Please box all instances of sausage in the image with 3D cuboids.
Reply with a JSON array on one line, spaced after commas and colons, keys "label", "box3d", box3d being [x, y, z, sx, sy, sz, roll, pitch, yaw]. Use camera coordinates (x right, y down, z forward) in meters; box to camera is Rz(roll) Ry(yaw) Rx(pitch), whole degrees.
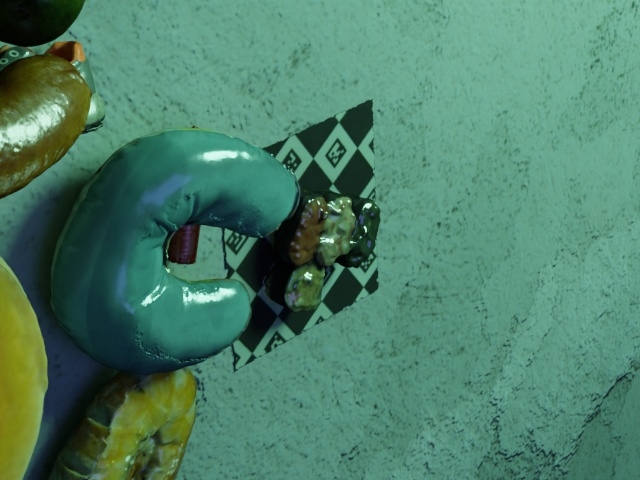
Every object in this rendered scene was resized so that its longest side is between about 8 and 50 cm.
[{"label": "sausage", "box3d": [-0.123, -0.044, 1.319, 0.034, 0.034, 0.129, -9, 115, -46]}, {"label": "sausage", "box3d": [-0.268, -0.061, 0.976, 0.302, 0.103, 0.076, -21, 156, -47]}]

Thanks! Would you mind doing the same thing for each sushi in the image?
[{"label": "sushi", "box3d": [0.000, 0.000, 1.468, 0.219, 0.047, 0.231, -28, 127, -38]}]

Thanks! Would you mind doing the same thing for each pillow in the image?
[{"label": "pillow", "box3d": [-0.129, 0.013, 1.271, 0.214, 0.086, 0.233, 13, 102, -35]}]

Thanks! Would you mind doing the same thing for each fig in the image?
[{"label": "fig", "box3d": [-0.214, -0.235, 1.077, 0.117, 0.117, 0.178, 32, 67, -51]}]

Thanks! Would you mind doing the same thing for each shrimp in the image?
[{"label": "shrimp", "box3d": [-0.202, 0.253, 1.351, 0.164, 0.062, 0.317, 37, 76, -53]}]

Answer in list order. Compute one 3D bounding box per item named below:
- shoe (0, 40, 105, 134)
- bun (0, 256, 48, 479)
[{"label": "shoe", "box3d": [-0.253, -0.112, 1.119, 0.194, 0.074, 0.077, -16, 107, -46]}, {"label": "bun", "box3d": [-0.343, 0.113, 1.041, 0.299, 0.164, 0.299, -19, 115, -48]}]
